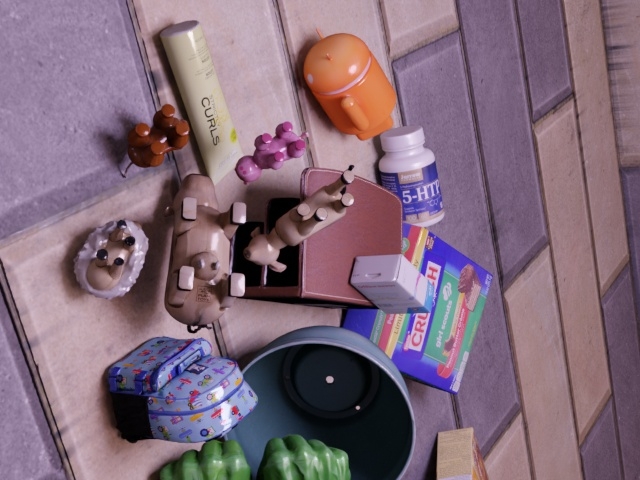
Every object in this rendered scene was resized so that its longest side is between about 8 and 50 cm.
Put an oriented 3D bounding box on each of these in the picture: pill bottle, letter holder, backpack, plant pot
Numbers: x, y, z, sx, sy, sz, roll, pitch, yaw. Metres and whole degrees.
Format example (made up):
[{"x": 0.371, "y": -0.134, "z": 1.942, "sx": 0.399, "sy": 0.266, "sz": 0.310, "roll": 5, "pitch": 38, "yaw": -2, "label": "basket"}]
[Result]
[{"x": 0.175, "y": -0.125, "z": 1.843, "sx": 0.112, "sy": 0.112, "sz": 0.186, "roll": -35, "pitch": 118, "yaw": -49, "label": "pill bottle"}, {"x": 0.000, "y": 0.000, "z": 1.566, "sx": 0.302, "sy": 0.152, "sz": 0.214, "roll": 12, "pitch": 79, "yaw": -55, "label": "letter holder"}, {"x": -0.182, "y": 0.206, "z": 1.284, "sx": 0.158, "sy": 0.173, "sz": 0.116, "roll": -32, "pitch": 116, "yaw": -50, "label": "backpack"}, {"x": 0.008, "y": 0.255, "z": 1.500, "sx": 0.196, "sy": 0.293, "sz": 0.293, "roll": -68, "pitch": 148, "yaw": -70, "label": "plant pot"}]

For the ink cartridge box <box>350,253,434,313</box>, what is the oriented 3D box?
[{"x": 0.118, "y": 0.072, "z": 1.519, "sx": 0.122, "sy": 0.089, "sz": 0.052, "roll": 41, "pitch": 54, "yaw": -46, "label": "ink cartridge box"}]

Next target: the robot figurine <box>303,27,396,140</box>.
[{"x": 0.051, "y": -0.275, "z": 1.655, "sx": 0.219, "sy": 0.128, "sz": 0.158, "roll": 51, "pitch": 59, "yaw": -43, "label": "robot figurine"}]

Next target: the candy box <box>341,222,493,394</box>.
[{"x": 0.192, "y": 0.135, "z": 1.841, "sx": 0.317, "sy": 0.122, "sz": 0.268, "roll": 29, "pitch": 76, "yaw": -50, "label": "candy box"}]

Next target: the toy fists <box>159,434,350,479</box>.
[{"x": -0.094, "y": 0.354, "z": 1.370, "sx": 0.096, "sy": 0.279, "sz": 0.142, "roll": -108, "pitch": -163, "yaw": -67, "label": "toy fists"}]

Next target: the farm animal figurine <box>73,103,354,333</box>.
[{"x": -0.141, "y": -0.019, "z": 1.314, "sx": 0.330, "sy": 0.172, "sz": 0.326, "roll": 23, "pitch": 67, "yaw": -12, "label": "farm animal figurine"}]

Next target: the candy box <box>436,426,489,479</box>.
[{"x": 0.301, "y": 0.565, "z": 1.960, "sx": 0.316, "sy": 0.088, "sz": 0.182, "roll": -77, "pitch": 150, "yaw": -60, "label": "candy box"}]

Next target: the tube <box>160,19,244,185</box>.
[{"x": -0.170, "y": -0.206, "z": 1.400, "sx": 0.070, "sy": 0.062, "sz": 0.240, "roll": -21, "pitch": 120, "yaw": -10, "label": "tube"}]
